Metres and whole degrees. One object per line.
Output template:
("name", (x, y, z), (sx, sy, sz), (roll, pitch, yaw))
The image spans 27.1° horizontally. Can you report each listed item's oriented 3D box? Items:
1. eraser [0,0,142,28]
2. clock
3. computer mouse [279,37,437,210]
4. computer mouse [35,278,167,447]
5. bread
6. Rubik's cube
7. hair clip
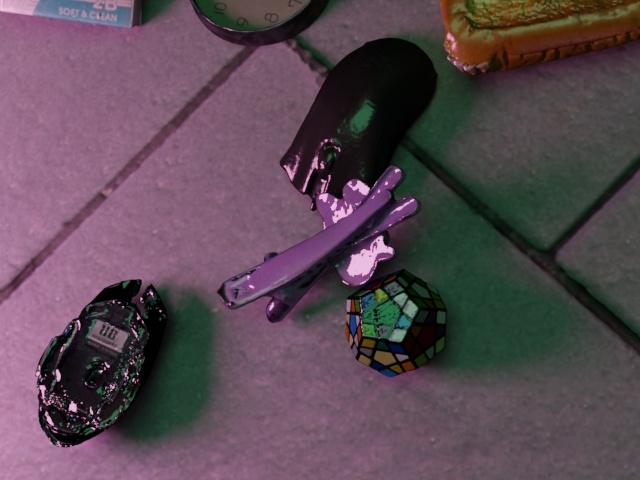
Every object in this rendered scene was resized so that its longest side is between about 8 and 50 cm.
("eraser", (-0.363, -0.358, 1.854), (0.225, 0.052, 0.095), (8, 107, 5))
("clock", (-0.086, -0.375, 1.837), (0.215, 0.042, 0.215), (-4, 74, 13))
("computer mouse", (0.045, -0.159, 1.726), (0.147, 0.088, 0.264), (22, 83, 21))
("computer mouse", (-0.280, 0.160, 1.710), (0.146, 0.077, 0.241), (24, 77, 18))
("bread", (0.297, -0.301, 1.688), (0.288, 0.119, 0.152), (-11, 76, 10))
("Rubik's cube", (0.092, 0.101, 1.621), (0.112, 0.133, 0.133), (-4, 72, -15))
("hair clip", (0.004, 0.006, 1.659), (0.278, 0.090, 0.137), (-31, 59, 13))
